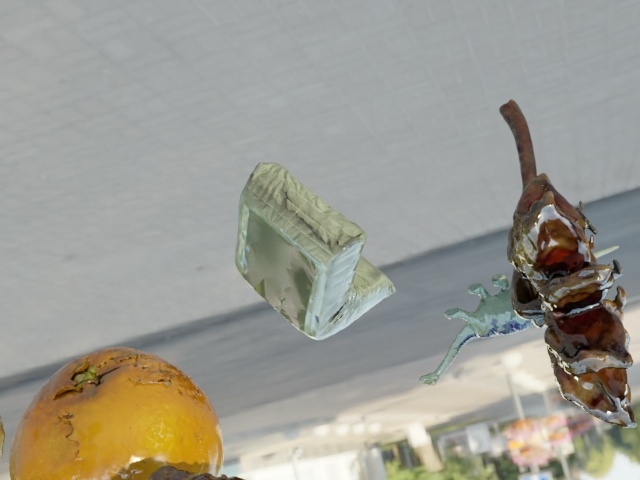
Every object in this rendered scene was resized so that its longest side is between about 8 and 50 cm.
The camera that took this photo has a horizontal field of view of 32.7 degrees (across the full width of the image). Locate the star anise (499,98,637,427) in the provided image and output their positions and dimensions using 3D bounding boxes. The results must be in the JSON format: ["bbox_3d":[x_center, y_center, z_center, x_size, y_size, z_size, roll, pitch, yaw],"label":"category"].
[{"bbox_3d":[0.162,0.023,0.731,0.073,0.177,0.234,-16,-154,13],"label":"star anise"}]

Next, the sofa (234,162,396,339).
[{"bbox_3d":[0.000,0.000,1.605,0.176,0.210,0.225,-33,148,-32],"label":"sofa"}]

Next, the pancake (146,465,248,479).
[{"bbox_3d":[-0.101,0.290,1.001,0.212,0.056,0.257,6,-164,-22],"label":"pancake"}]

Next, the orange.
[{"bbox_3d":[-0.230,0.249,1.251,0.246,0.246,0.246,-13,167,-3],"label":"orange"}]

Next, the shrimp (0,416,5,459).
[{"bbox_3d":[-0.381,0.208,0.923,0.253,0.173,0.058,-48,174,-18],"label":"shrimp"}]

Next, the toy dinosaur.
[{"bbox_3d":[0.140,0.048,0.822,0.180,0.037,0.058,-31,132,17],"label":"toy dinosaur"}]
